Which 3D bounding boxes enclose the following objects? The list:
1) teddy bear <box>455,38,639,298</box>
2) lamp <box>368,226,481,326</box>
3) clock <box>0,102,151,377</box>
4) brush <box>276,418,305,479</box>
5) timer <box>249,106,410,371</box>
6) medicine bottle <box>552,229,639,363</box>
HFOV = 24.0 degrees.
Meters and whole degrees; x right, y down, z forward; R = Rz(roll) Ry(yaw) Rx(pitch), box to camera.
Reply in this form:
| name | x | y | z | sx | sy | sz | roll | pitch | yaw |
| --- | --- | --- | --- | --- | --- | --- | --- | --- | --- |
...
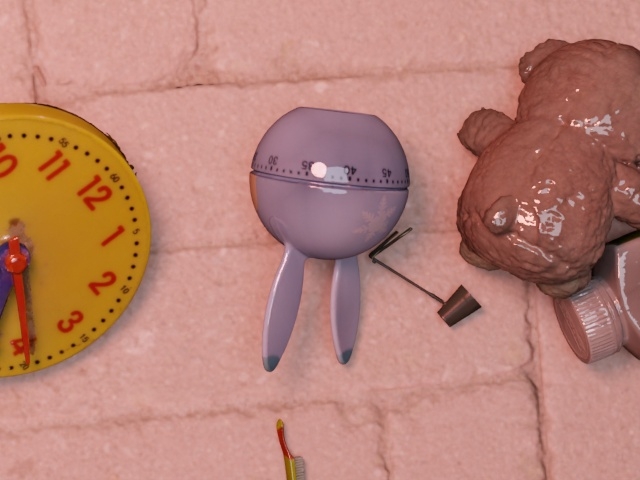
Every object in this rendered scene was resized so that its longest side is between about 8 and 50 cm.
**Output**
| name | x | y | z | sx | sy | sz | roll | pitch | yaw |
| --- | --- | --- | --- | --- | --- | --- | --- | --- | --- |
| teddy bear | 0.245 | -0.079 | 1.521 | 0.236 | 0.151 | 0.267 | 23 | 67 | 22 |
| lamp | 0.109 | 0.043 | 1.564 | 0.054 | 0.041 | 0.121 | -42 | 99 | 2 |
| clock | -0.297 | 0.012 | 1.422 | 0.293 | 0.071 | 0.277 | -44 | 125 | 0 |
| brush | -0.030 | 0.223 | 1.547 | 0.021 | 0.019 | 0.083 | -12 | 92 | -18 |
| timer | -0.009 | -0.017 | 1.504 | 0.175 | 0.175 | 0.255 | 20 | 113 | -8 |
| medicine bottle | 0.345 | 0.054 | 1.570 | 0.188 | 0.088 | 0.132 | -21 | 91 | -8 |
